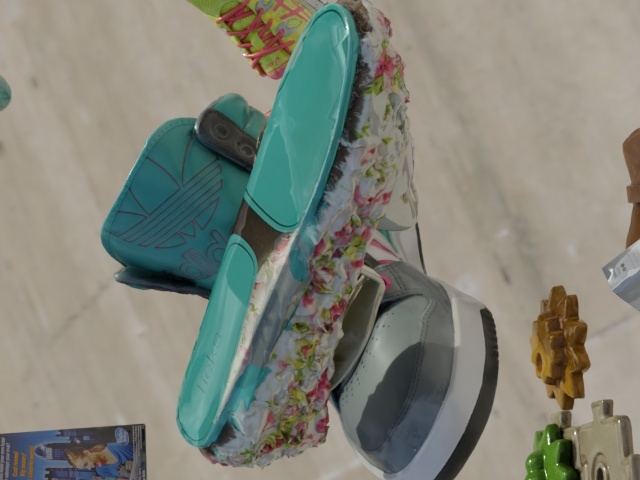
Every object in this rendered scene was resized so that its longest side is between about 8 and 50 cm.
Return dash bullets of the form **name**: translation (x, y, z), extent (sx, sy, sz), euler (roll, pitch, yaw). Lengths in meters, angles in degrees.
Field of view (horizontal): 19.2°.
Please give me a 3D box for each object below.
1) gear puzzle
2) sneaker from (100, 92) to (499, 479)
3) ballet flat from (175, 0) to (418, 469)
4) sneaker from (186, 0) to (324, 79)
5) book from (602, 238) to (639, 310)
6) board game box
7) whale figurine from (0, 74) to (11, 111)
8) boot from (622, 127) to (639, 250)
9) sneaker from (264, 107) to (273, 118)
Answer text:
- **gear puzzle**: translation (0.171, 0.197, 1.296), extent (0.175, 0.044, 0.339), euler (141, 127, -73)
- **sneaker**: translation (-0.022, 0.013, 0.992), extent (0.124, 0.178, 0.295), euler (-61, 22, 15)
- **ballet flat**: translation (0.000, 0.000, 0.877), extent (0.091, 0.077, 0.241), euler (55, 130, 51)
- **sneaker**: translation (-0.051, -0.196, 1.730), extent (0.081, 0.208, 0.094), euler (-29, 55, 31)
- **book**: translation (0.231, -0.005, 0.996), extent (0.144, 0.096, 0.035), euler (-40, 46, 22)
- **board game box**: translation (-0.247, 0.234, 1.626), extent (0.194, 0.194, 0.060), euler (-98, 18, -52)
- **whale figurine**: translation (-0.386, -0.089, 1.693), extent (0.141, 0.272, 0.216), euler (28, 145, 45)
- **boot**: translation (0.276, -0.028, 1.295), extent (0.197, 0.073, 0.152), euler (-26, 65, 50)
- **sneaker**: translation (-0.022, -0.145, 2.141), extent (0.090, 0.270, 0.145), euler (36, 121, 23)
